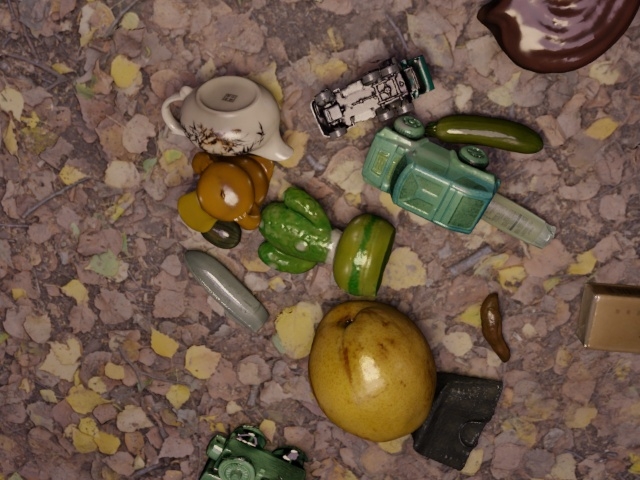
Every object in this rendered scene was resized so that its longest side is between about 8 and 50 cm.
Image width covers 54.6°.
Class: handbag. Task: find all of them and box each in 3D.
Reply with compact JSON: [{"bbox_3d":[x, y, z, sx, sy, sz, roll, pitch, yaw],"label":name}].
[{"bbox_3d":[0.331,0.443,1.538,0.175,0.088,0.270,19,108,-7],"label":"handbag"}]

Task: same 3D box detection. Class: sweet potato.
[{"bbox_3d":[0.412,0.215,1.473,0.053,0.054,0.182,-11,107,19],"label":"sweet potato"}]

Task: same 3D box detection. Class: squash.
[{"bbox_3d":[0.355,-0.233,1.340,0.258,0.069,0.069,9,107,3],"label":"squash"}]

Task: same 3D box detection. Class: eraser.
[{"bbox_3d":[0.774,0.186,1.409,0.343,0.078,0.144,4,108,5],"label":"eraser"}]

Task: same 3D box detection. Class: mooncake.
[{"bbox_3d":[0.464,-0.507,1.196,0.326,0.174,0.334,-40,99,18],"label":"mooncake"}]

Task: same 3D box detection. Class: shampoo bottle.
[{"bbox_3d":[0.422,-0.054,1.394,0.212,0.049,0.072,30,112,-2],"label":"shampoo bottle"}]

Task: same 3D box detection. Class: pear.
[{"bbox_3d":[0.117,0.293,1.403,0.314,0.314,0.314,2,106,6],"label":"pear"}]

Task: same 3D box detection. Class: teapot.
[{"bbox_3d":[-0.209,-0.265,1.342,0.300,0.208,0.166,11,150,21],"label":"teapot"}]

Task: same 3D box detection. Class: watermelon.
[{"bbox_3d":[-0.238,-0.025,1.465,0.111,0.078,0.078,32,107,0],"label":"watermelon"}]

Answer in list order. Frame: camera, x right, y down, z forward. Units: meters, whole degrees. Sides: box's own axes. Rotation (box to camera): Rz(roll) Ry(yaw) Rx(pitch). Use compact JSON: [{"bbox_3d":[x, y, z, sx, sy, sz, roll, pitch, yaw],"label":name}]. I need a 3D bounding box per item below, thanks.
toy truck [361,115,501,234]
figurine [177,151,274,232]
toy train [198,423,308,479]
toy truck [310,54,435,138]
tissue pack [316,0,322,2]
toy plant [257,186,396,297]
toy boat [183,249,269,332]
[{"bbox_3d":[0.229,-0.136,1.306,0.279,0.156,0.155,26,130,6],"label":"toy truck"},{"bbox_3d":[-0.198,-0.113,1.352,0.215,0.228,0.215,14,123,22],"label":"figurine"},{"bbox_3d":[-0.175,0.625,1.606,0.299,0.167,0.238,29,113,-2],"label":"toy train"},{"bbox_3d":[0.111,-0.307,1.318,0.253,0.124,0.114,-21,102,14],"label":"toy truck"},{"bbox_3d":[0.000,-0.541,1.292,0.042,0.062,0.083,22,108,-4],"label":"tissue pack"},{"bbox_3d":[0.000,0.000,1.404,0.316,0.184,0.224,15,125,13],"label":"toy plant"},{"bbox_3d":[-0.237,0.121,1.509,0.260,0.078,0.085,46,129,-10],"label":"toy boat"}]
